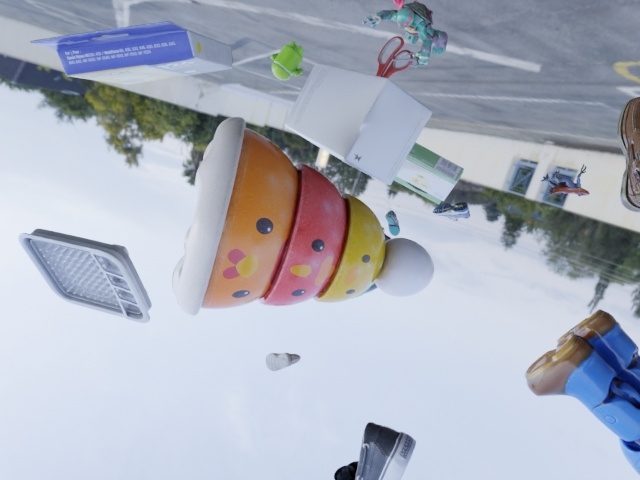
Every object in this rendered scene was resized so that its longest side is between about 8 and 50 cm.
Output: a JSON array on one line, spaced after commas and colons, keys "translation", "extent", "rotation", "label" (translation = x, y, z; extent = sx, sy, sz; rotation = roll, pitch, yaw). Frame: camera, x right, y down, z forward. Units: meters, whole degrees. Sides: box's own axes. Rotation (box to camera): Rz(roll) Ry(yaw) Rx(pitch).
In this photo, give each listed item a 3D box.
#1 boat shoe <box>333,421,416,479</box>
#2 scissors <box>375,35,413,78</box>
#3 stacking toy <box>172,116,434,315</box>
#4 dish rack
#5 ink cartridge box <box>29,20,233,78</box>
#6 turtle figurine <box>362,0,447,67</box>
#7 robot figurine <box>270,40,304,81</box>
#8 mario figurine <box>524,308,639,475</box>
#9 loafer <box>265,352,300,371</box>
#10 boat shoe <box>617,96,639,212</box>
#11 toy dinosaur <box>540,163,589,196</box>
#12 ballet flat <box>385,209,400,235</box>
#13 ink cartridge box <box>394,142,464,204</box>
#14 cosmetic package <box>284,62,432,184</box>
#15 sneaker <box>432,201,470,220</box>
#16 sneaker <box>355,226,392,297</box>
[{"translation": [0.054, 0.327, 0.612], "extent": [0.076, 0.228, 0.080], "rotation": [25, -145, 15], "label": "boat shoe"}, {"translation": [0.177, -0.506, 1.463], "extent": [0.109, 0.297, 0.021], "rotation": [49, -152, 12], "label": "scissors"}, {"translation": [0.000, 0.000, 0.847], "extent": [0.481, 0.350, 0.350], "rotation": [13, -167, -15], "label": "stacking toy"}, {"translation": [-0.618, 0.086, 1.240], "extent": [0.333, 0.285, 0.072], "rotation": [10, -134, 15], "label": "dish rack"}, {"translation": [-0.389, -0.402, 1.008], "extent": [0.304, 0.072, 0.307], "rotation": [-2, -164, 12], "label": "ink cartridge box"}, {"translation": [0.210, -0.489, 1.060], "extent": [0.175, 0.118, 0.234], "rotation": [53, -145, 11], "label": "turtle figurine"}, {"translation": [-0.097, -0.521, 1.338], "extent": [0.101, 0.115, 0.067], "rotation": [36, -174, 5], "label": "robot figurine"}, {"translation": [0.359, 0.243, 0.476], "extent": [0.320, 0.198, 0.170], "rotation": [51, 178, 24], "label": "mario figurine"}, {"translation": [-0.092, 0.294, 1.116], "extent": [0.039, 0.045, 0.125], "rotation": [3, 164, -32], "label": "loafer"}, {"translation": [0.810, -0.225, 1.116], "extent": [0.111, 0.306, 0.104], "rotation": [4, 167, 4], "label": "boat shoe"}, {"translation": [0.402, -0.083, 0.745], "extent": [0.082, 0.090, 0.047], "rotation": [31, 155, -9], "label": "toy dinosaur"}, {"translation": [0.237, -0.059, 1.476], "extent": [0.041, 0.041, 0.114], "rotation": [26, 159, 34], "label": "ballet flat"}, {"translation": [0.283, -0.170, 1.288], "extent": [0.171, 0.056, 0.235], "rotation": [30, 161, 8], "label": "ink cartridge box"}, {"translation": [0.072, -0.298, 1.120], "extent": [0.155, 0.196, 0.365], "rotation": [22, -166, -35], "label": "cosmetic package"}, {"translation": [0.429, -0.087, 1.499], "extent": [0.135, 0.052, 0.058], "rotation": [5, 140, 52], "label": "sneaker"}, {"translation": [0.107, 0.044, 1.330], "extent": [0.203, 0.185, 0.483], "rotation": [-8, -163, -8], "label": "sneaker"}]
